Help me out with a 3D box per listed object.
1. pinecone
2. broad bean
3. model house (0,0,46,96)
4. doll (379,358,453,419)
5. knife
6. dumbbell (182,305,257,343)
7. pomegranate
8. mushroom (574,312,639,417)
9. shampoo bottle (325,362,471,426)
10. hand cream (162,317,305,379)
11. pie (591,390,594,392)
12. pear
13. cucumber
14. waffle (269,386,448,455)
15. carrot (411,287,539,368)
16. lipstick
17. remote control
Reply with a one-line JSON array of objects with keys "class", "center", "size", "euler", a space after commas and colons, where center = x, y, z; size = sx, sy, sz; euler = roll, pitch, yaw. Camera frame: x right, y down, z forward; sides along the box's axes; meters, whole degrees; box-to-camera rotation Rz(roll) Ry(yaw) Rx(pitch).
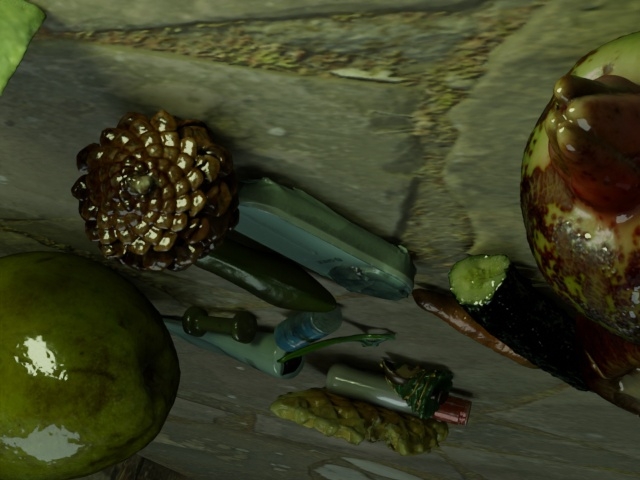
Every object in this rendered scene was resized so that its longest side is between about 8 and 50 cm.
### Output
[{"class": "pinecone", "center": [-0.151, -0.044, 1.116], "size": [0.173, 0.173, 0.173], "euler": [16, 160, 6]}, {"class": "broad bean", "center": [-0.113, 0.020, 1.374], "size": [0.325, 0.067, 0.075], "euler": [26, 150, -26]}, {"class": "model house", "center": [-0.385, -0.154, 0.985], "size": [0.189, 0.195, 0.214], "euler": [39, 150, -28]}, {"class": "doll", "center": [0.130, 0.217, 1.680], "size": [0.113, 0.077, 0.078], "euler": [9, 167, 26]}, {"class": "knife", "center": [0.016, 0.145, 1.575], "size": [0.166, 0.023, 0.078], "euler": [-7, 164, -22]}, {"class": "dumbbell", "center": [-0.151, 0.126, 1.724], "size": [0.118, 0.046, 0.052], "euler": [3, 161, 36]}, {"class": "pomegranate", "center": [0.209, -0.042, 0.709], "size": [0.214, 0.214, 0.248], "euler": [2, 167, 38]}, {"class": "mushroom", "center": [0.368, 0.094, 1.030], "size": [0.278, 0.163, 0.297], "euler": [23, 161, 12]}, {"class": "shampoo bottle", "center": [0.121, 0.237, 1.767], "size": [0.221, 0.051, 0.108], "euler": [14, 173, 12]}, {"class": "hand cream", "center": [-0.154, 0.164, 1.828], "size": [0.320, 0.067, 0.109], "euler": [6, 159, 42]}, {"class": "pie", "center": [0.362, 0.179, 1.446], "size": [0.088, 0.033, 0.191], "euler": [16, 161, 18]}, {"class": "pear", "center": [-0.394, 0.174, 1.648], "size": [0.413, 0.352, 0.352], "euler": [5, 157, 24]}, {"class": "cucumber", "center": [0.242, 0.100, 1.273], "size": [0.081, 0.072, 0.303], "euler": [0, 154, 39]}, {"class": "waffle", "center": [0.060, 0.276, 1.807], "size": [0.250, 0.056, 0.261], "euler": [17, -172, 32]}, {"class": "carrot", "center": [0.192, 0.104, 1.370], "size": [0.191, 0.047, 0.047], "euler": [24, 160, -14]}, {"class": "lipstick", "center": [-0.018, 0.119, 1.586], "size": [0.048, 0.048, 0.158], "euler": [23, 159, -14]}, {"class": "remote control", "center": [0.000, 0.000, 1.246], "size": [0.247, 0.052, 0.104], "euler": [29, 159, -29]}]
